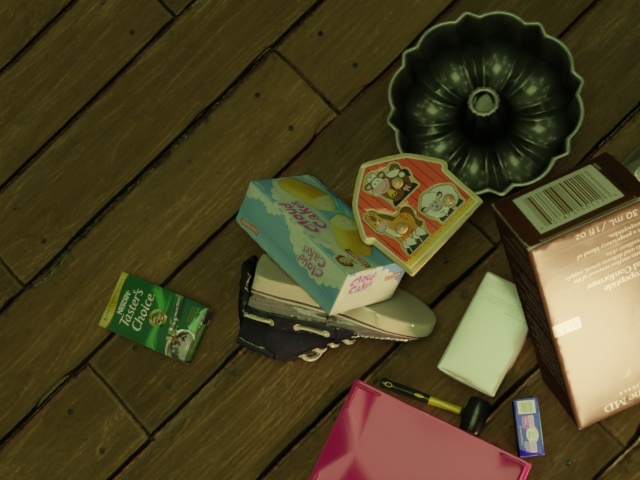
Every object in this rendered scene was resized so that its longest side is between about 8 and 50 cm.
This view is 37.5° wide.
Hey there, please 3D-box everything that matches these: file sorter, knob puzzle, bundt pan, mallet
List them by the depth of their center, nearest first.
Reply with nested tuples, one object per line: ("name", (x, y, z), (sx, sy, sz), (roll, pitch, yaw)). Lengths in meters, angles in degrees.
("file sorter", (0.159, 0.377, 1.497), (0.291, 0.182, 0.202), (24, 85, 16))
("knob puzzle", (0.136, -0.066, 1.531), (0.213, 0.030, 0.213), (-3, 69, 9))
("mallet", (0.188, 0.280, 1.589), (0.190, 0.039, 0.062), (10, 76, 17))
("bundt pan", (0.284, -0.219, 1.625), (0.331, 0.124, 0.330), (-3, 77, 12))

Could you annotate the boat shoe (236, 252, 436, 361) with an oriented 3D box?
("boat shoe", (0.016, 0.142, 1.623), (0.341, 0.127, 0.158), (17, 117, 0))

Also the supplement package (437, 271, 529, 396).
("supplement package", (0.281, 0.159, 1.557), (0.105, 0.105, 0.179), (27, 84, 15))

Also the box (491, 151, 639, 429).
("box", (0.404, 0.084, 1.405), (0.191, 0.381, 0.143), (-25, 35, 0))

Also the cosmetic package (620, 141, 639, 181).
("cosmetic package", (0.618, 0.003, 1.416), (0.156, 0.217, 0.385), (-44, 86, -8))

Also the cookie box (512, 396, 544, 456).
("cookie box", (0.333, 0.300, 1.516), (0.040, 0.107, 0.091), (-6, 78, 8))

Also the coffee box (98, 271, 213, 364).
("coffee box", (-0.299, 0.140, 1.711), (0.184, 0.040, 0.113), (23, 84, 15))

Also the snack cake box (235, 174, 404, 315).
("snack cake box", (0.000, 0.000, 1.581), (0.264, 0.152, 0.089), (43, 124, 31))
